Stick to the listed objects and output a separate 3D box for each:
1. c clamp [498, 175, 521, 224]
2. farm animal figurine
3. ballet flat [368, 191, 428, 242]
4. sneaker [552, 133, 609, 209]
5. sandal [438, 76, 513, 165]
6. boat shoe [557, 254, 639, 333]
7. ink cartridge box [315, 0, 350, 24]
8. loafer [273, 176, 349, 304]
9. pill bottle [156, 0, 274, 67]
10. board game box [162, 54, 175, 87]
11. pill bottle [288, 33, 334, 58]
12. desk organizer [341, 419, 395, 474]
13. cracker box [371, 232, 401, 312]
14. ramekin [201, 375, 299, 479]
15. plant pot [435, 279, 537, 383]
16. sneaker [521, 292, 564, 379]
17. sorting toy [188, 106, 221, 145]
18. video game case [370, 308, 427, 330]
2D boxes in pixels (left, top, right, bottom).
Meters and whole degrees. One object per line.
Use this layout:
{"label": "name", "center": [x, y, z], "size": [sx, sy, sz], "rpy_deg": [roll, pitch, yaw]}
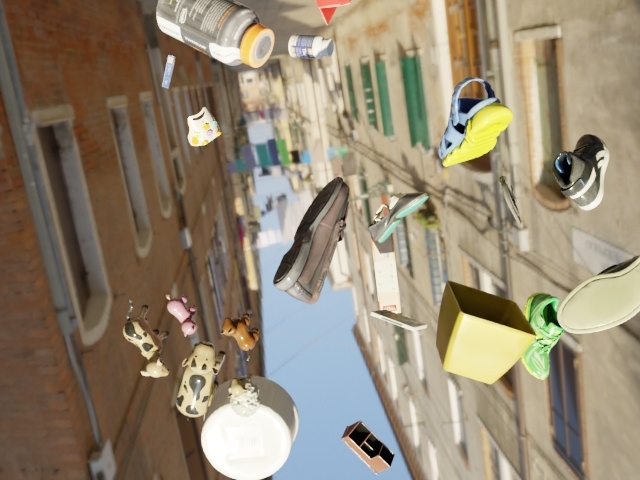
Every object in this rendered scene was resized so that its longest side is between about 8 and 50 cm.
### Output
{"label": "c clamp", "center": [0.479, -0.110, 1.729], "size": [0.022, 0.137, 0.161], "rpy_deg": [-18, 153, 21]}
{"label": "farm animal figurine", "center": [-0.324, 0.308, 1.710], "size": [0.330, 0.326, 0.172], "rpy_deg": [0, -160, 5]}
{"label": "ballet flat", "center": [0.188, -0.075, 1.736], "size": [0.074, 0.074, 0.203], "rpy_deg": [-26, 163, -49]}
{"label": "sneaker", "center": [0.578, -0.184, 1.525], "size": [0.079, 0.121, 0.217], "rpy_deg": [-30, -145, 45]}
{"label": "sandal", "center": [0.347, -0.276, 1.595], "size": [0.126, 0.138, 0.317], "rpy_deg": [-19, 167, -13]}
{"label": "boat shoe", "center": [0.713, 0.115, 1.600], "size": [0.340, 0.127, 0.113], "rpy_deg": [-39, 155, 5]}
{"label": "ink cartridge box", "center": [0.025, -0.575, 1.390], "size": [0.078, 0.231, 0.134], "rpy_deg": [3, -127, 27]}
{"label": "loafer", "center": [0.000, 0.000, 1.432], "size": [0.109, 0.095, 0.302], "rpy_deg": [-28, -151, 52]}
{"label": "pill bottle", "center": [-0.220, -0.459, 1.463], "size": [0.246, 0.130, 0.130], "rpy_deg": [30, -151, 18]}
{"label": "board game box", "center": [-0.434, -0.484, 1.951], "size": [0.020, 0.090, 0.090], "rpy_deg": [12, -167, -14]}
{"label": "pill bottle", "center": [-0.026, -0.555, 1.953], "size": [0.120, 0.067, 0.067], "rpy_deg": [11, -159, 24]}
{"label": "desk organizer", "center": [0.118, 0.505, 1.667], "size": [0.050, 0.130, 0.047], "rpy_deg": [-38, -171, 36]}
{"label": "cracker box", "center": [0.196, 0.094, 2.016], "size": [0.067, 0.232, 0.156], "rpy_deg": [-7, 180, 7]}
{"label": "ramekin", "center": [-0.202, 0.534, 1.918], "size": [0.277, 0.277, 0.135], "rpy_deg": [-8, -166, 3]}
{"label": "plant pot", "center": [0.419, 0.257, 1.836], "size": [0.212, 0.187, 0.212], "rpy_deg": [18, -161, -6]}
{"label": "sneaker", "center": [0.753, 0.321, 2.311], "size": [0.109, 0.295, 0.123], "rpy_deg": [11, 168, -30]}
{"label": "sorting toy", "center": [-0.278, -0.272, 1.607], "size": [0.083, 0.075, 0.045], "rpy_deg": [-40, -137, -21]}
{"label": "video game case", "center": [0.197, 0.199, 1.714], "size": [0.122, 0.011, 0.087], "rpy_deg": [18, -172, 29]}
